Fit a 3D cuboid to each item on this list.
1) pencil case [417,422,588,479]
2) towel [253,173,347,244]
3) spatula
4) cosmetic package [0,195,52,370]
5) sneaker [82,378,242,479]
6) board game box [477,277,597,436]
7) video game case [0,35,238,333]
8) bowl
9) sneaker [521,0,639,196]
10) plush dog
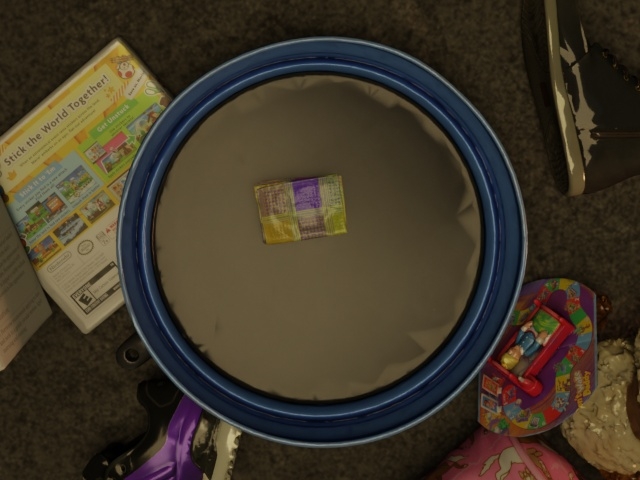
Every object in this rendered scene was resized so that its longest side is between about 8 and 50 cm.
[{"bbox_3d":[0.109,0.344,1.889,0.167,0.160,0.386,41,101,-17],"label":"pencil case"},{"bbox_3d":[-0.018,-0.029,1.779,0.083,0.009,0.060,-6,93,-3],"label":"towel"},{"bbox_3d":[-0.087,0.028,1.880,0.296,0.030,0.084,-40,98,1],"label":"spatula"},{"bbox_3d":[-0.379,0.037,1.827,0.151,0.151,0.183,-18,104,16],"label":"cosmetic package"},{"bbox_3d":[-0.175,0.272,1.916,0.146,0.102,0.293,16,95,-2],"label":"sneaker"},{"bbox_3d":[0.201,0.105,1.829,0.133,0.168,0.033,-18,143,32],"label":"board game box"},{"bbox_3d":[-0.216,-0.053,1.879,0.227,0.026,0.206,-39,99,11],"label":"video game case"},{"bbox_3d":[0.000,0.000,1.826,0.391,0.077,0.391,0,94,-4],"label":"bowl"},{"bbox_3d":[0.266,-0.161,1.819,0.118,0.083,0.222,-13,99,-11],"label":"sneaker"},{"bbox_3d":[0.333,0.156,1.838,0.225,0.210,0.262,-12,101,32],"label":"plush dog"}]
